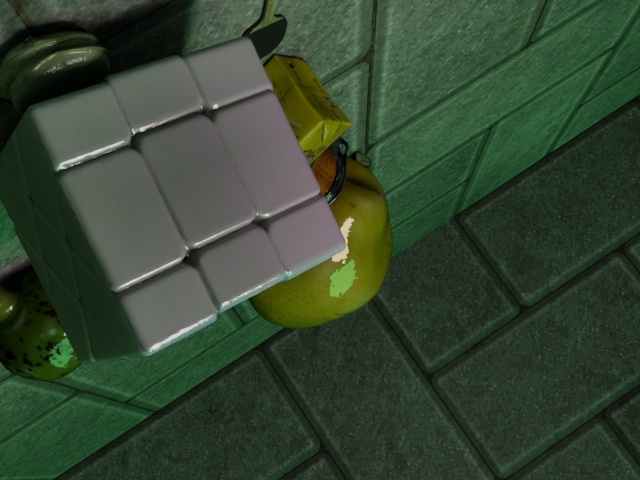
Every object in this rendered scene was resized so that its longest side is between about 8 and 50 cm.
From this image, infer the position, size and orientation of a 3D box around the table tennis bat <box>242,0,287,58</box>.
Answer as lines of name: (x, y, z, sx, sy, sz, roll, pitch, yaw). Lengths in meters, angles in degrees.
table tennis bat: (-0.084, -0.323, 1.272, 0.087, 0.013, 0.156, -28, 166, -22)

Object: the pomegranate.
pomegranate: (-0.517, 0.140, 1.503, 0.211, 0.211, 0.263, -40, 132, 20)

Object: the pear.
pear: (-0.013, 0.007, 1.860, 0.362, 0.362, 0.418, -19, 147, -47)

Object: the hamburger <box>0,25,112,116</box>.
hamburger: (-0.324, -0.205, 1.013, 0.140, 0.062, 0.133, -33, 172, -18)

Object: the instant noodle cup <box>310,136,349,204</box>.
instant noodle cup: (-0.048, -0.151, 1.652, 0.208, 0.178, 0.125, -53, 152, -1)

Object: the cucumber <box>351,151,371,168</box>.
cucumber: (0.050, -0.149, 2.090, 0.187, 0.058, 0.058, -41, 165, 28)

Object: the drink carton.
drink carton: (-0.124, -0.149, 1.468, 0.351, 0.154, 0.111, -41, 165, 26)

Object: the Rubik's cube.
Rubik's cube: (-0.216, -0.042, 1.124, 0.316, 0.318, 0.322, -28, -176, -31)
